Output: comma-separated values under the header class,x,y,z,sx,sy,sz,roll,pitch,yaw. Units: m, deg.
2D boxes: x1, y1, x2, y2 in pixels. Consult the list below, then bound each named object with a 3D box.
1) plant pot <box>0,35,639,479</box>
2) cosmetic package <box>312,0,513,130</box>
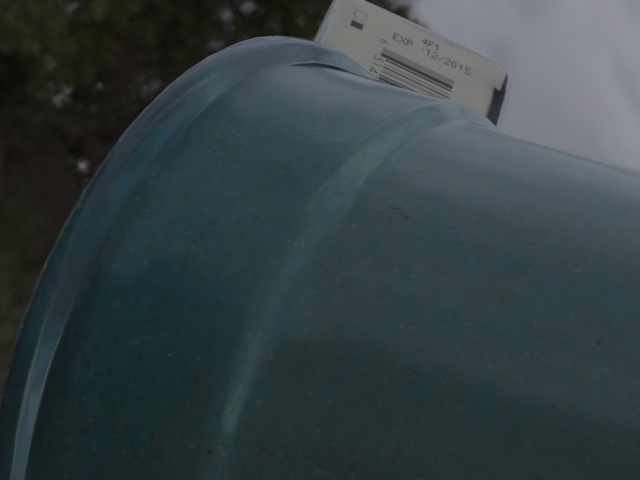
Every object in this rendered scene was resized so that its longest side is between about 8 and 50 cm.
class,x,y,z,sx,sy,sz,roll,pitch,yaw
plant pot,0.103,0.109,0.622,0.334,0.341,0.341,13,-28,30
cosmetic package,0.000,0.000,1.039,0.129,0.153,0.296,25,-39,-6
